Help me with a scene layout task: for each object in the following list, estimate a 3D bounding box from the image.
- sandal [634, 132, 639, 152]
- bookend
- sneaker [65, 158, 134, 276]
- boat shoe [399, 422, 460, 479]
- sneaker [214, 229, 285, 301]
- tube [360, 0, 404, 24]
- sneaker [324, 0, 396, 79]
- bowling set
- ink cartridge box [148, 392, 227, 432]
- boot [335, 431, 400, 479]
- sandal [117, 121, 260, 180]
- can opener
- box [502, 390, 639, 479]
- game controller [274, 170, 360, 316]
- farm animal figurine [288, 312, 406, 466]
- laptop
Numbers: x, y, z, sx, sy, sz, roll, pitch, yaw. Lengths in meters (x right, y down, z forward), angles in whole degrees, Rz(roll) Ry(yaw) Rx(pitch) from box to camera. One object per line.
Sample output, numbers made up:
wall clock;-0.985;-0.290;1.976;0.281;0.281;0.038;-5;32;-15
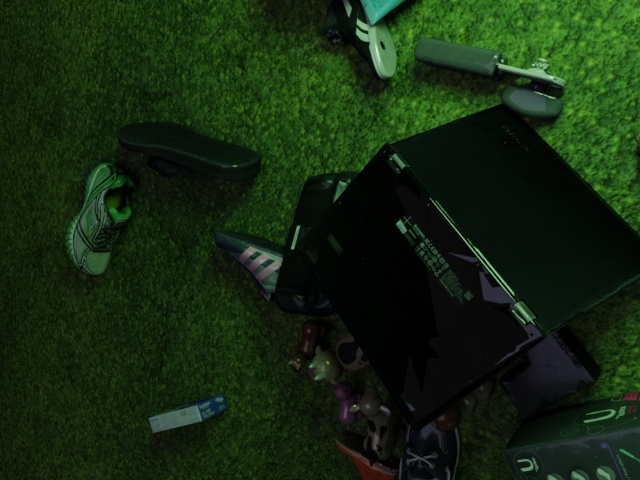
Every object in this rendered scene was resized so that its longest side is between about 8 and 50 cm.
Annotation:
sandal;0.530;-0.162;0.835;0.079;0.088;0.240;25;104;62
bookend;0.375;0.211;0.964;0.157;0.072;0.156;-44;70;30
sneaker;-0.630;-0.051;1.566;0.146;0.134;0.343;23;107;29
boat shoe;0.214;0.458;1.085;0.114;0.091;0.302;-4;93;34
sneaker;-0.134;0.069;1.263;0.319;0.112;0.131;22;104;31
tube;0.169;-0.490;1.007;0.207;0.052;0.080;-28;70;18
sneaker;0.074;-0.404;1.101;0.121;0.079;0.216;-20;76;37
bowling set;0.204;0.216;0.952;0.154;0.200;0.287;18;132;33
ink cartridge box;-0.357;0.465;1.462;0.207;0.097;0.046;-23;82;33
boot;0.093;0.488;1.192;0.158;0.059;0.084;25;113;28
sandal;-0.345;-0.204;1.352;0.446;0.167;0.107;23;125;30
can opener;0.293;-0.295;0.961;0.280;0.074;0.093;29;109;28
box;0.460;0.345;0.865;0.270;0.165;0.143;-27;81;32
game controller;0.000;0.000;1.130;0.166;0.067;0.319;-4;64;44
farm animal figurine;0.074;0.255;1.105;0.330;0.172;0.326;44;115;22
laptop;0.238;0.023;0.908;0.408;0.236;0.382;-48;61;28
